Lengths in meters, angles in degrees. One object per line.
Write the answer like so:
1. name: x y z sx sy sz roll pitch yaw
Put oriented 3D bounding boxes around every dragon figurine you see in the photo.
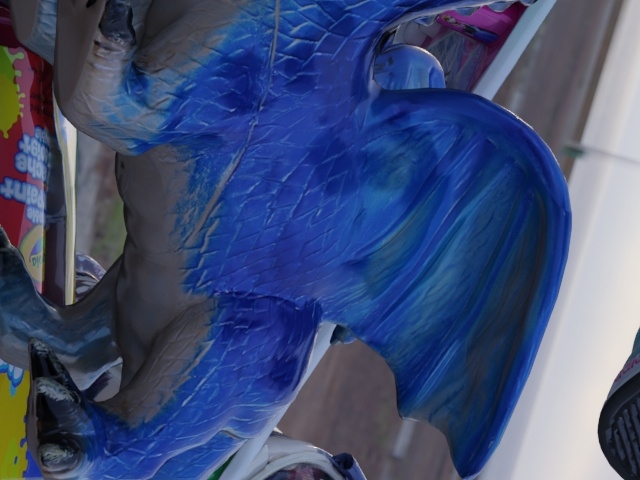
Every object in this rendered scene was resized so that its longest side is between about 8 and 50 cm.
1. dragon figurine: 0.000 0.000 0.375 0.085 0.144 0.289 -135 -129 -57

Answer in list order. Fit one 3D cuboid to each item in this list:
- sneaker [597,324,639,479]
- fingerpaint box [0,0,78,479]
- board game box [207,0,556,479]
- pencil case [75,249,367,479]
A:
1. sneaker: 0.271 0.004 0.786 0.295 0.124 0.178 -31 -163 37
2. fingerpaint box: -0.275 -0.029 1.050 0.445 0.163 0.371 52 38 -80
3. board game box: 0.012 -0.102 0.979 0.390 0.050 0.390 -57 -164 30
4. pencil case: -0.136 0.142 1.289 0.160 0.410 0.184 -20 124 -30
